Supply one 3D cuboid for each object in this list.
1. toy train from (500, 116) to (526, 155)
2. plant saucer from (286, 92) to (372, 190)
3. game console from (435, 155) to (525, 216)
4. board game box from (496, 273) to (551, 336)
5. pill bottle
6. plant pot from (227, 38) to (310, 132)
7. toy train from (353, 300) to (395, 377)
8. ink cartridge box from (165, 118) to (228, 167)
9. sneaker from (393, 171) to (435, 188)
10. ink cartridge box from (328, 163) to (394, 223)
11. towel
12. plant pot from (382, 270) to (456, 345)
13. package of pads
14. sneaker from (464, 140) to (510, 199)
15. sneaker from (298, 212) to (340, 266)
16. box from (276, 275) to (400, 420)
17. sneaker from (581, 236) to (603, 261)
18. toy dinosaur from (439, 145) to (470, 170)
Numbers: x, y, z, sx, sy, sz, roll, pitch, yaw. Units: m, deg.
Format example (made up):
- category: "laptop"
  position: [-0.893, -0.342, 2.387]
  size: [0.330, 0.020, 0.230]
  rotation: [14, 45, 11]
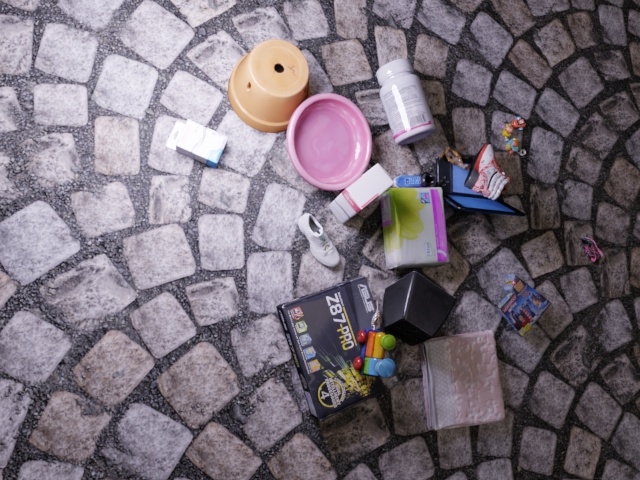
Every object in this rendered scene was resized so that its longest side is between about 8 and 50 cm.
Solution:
- category: "toy train"
  position: [0.819, -0.439, 1.970]
  size: [0.125, 0.046, 0.166]
  rotation: [-2, 82, -17]
- category: "plant saucer"
  position: [0.025, -0.342, 1.663]
  size: [0.332, 0.084, 0.332]
  rotation: [-3, 96, -28]
- category: "game console"
  position: [0.608, -0.209, 1.807]
  size: [0.293, 0.173, 0.250]
  rotation: [4, 81, -17]
- category: "board game box"
  position: [0.770, 0.238, 1.849]
  size: [0.194, 0.060, 0.194]
  rotation: [-41, 94, -18]
- category: "pill bottle"
  position: [0.315, -0.516, 1.769]
  size: [0.160, 0.160, 0.283]
  rotation: [-16, 87, -18]
- category: "plant pot"
  position: [-0.160, -0.540, 1.608]
  size: [0.291, 0.203, 0.290]
  rotation: [2, 81, -16]
- category: "toy train"
  position: [0.192, 0.315, 1.523]
  size: [0.105, 0.143, 0.247]
  rotation: [13, 78, -18]
- category: "ink cartridge box"
  position: [-0.411, -0.328, 1.575]
  size: [0.180, 0.060, 0.104]
  rotation: [23, 77, -12]
- category: "sneaker"
  position: [0.356, -0.226, 1.779]
  size: [0.152, 0.084, 0.058]
  rotation: [2, 82, -16]
- category: "ink cartridge box"
  position: [0.135, -0.156, 1.632]
  size: [0.159, 0.218, 0.092]
  rotation: [-39, 89, -18]
- category: "towel"
  position: [0.523, 0.510, 1.739]
  size: [0.317, 0.053, 0.331]
  rotation: [-3, 84, -17]
- category: "plant pot"
  position: [0.320, 0.249, 1.621]
  size: [0.188, 0.187, 0.167]
  rotation: [33, 54, -10]
- category: "package of pads"
  position: [0.341, -0.047, 1.739]
  size: [0.229, 0.101, 0.296]
  rotation: [-2, 82, -18]
- category: "sneaker"
  position: [0.642, -0.258, 1.784]
  size: [0.145, 0.090, 0.270]
  rotation: [30, 51, 5]
- category: "sneaker"
  position: [0.000, 0.000, 1.633]
  size: [0.080, 0.094, 0.212]
  rotation: [-37, 94, -20]
- category: "box"
  position: [0.062, 0.353, 1.599]
  size: [0.318, 0.097, 0.394]
  rotation: [-17, 88, -22]
- category: "sneaker"
  position: [1.138, 0.039, 2.001]
  size: [0.057, 0.047, 0.119]
  rotation: [-42, 94, -6]
- category: "toy dinosaur"
  position: [0.521, -0.320, 1.826]
  size: [0.112, 0.064, 0.211]
  rotation: [23, 34, -13]
